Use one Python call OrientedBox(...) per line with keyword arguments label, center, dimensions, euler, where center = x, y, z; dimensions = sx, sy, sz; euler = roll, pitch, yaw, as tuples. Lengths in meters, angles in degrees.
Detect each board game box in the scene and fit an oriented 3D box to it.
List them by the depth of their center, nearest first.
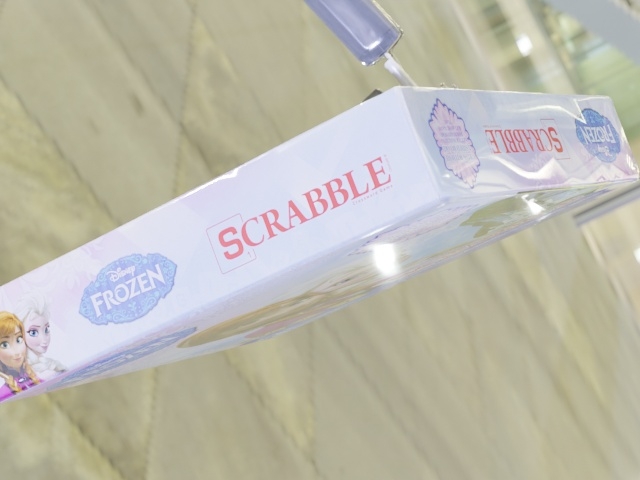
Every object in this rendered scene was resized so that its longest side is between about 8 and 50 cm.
OrientedBox(label="board game box", center=(0.000, 0.000, 0.915), dimensions=(0.318, 0.318, 0.066), euler=(-8, 75, -59))

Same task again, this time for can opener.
OrientedBox(label="can opener", center=(0.033, -0.172, 1.313), dimensions=(0.280, 0.093, 0.074), euler=(51, 8, -2))
